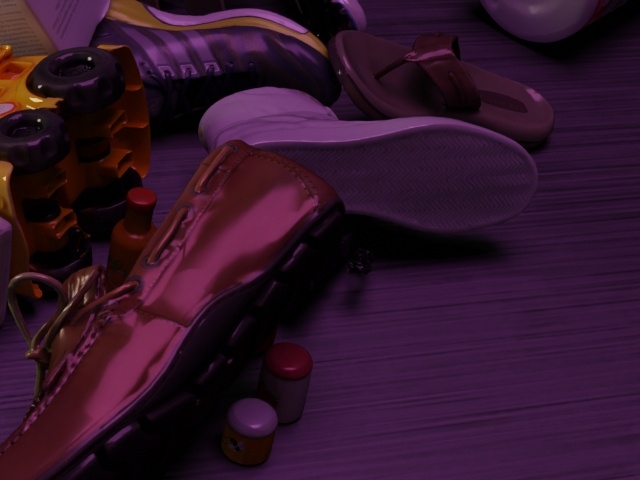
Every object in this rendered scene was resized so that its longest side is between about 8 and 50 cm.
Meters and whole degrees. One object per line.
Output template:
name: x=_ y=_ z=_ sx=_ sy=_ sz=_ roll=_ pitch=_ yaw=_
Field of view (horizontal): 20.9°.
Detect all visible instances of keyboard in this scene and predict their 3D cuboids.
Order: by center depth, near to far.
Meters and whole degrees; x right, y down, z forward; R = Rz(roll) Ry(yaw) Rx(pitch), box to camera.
keyboard: x=0.000 y=0.000 z=1.491 sx=0.108 sy=0.023 sz=0.180 roll=21 pitch=22 yaw=11

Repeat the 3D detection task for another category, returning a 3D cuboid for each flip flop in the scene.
flip flop: x=0.124 y=-0.156 z=1.666 sx=0.277 sy=0.080 sz=0.112 roll=12 pitch=46 yaw=-32

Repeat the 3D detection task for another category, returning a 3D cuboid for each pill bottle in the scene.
pill bottle: x=0.307 y=-0.337 z=1.936 sx=0.161 sy=0.161 sz=0.283 roll=33 pitch=42 yaw=25

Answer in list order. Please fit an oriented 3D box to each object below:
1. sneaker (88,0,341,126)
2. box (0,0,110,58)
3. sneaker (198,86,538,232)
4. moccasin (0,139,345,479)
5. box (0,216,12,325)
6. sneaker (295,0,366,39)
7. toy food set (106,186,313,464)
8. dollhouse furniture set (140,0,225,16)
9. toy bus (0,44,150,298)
sneaker: x=-0.130 y=-0.151 z=1.636 sx=0.300 sy=0.111 sz=0.121 roll=7 pitch=44 yaw=4
box: x=-0.297 y=-0.243 z=1.592 sx=0.182 sy=0.119 sz=0.181 roll=-3 pitch=50 yaw=24
sneaker: x=0.037 y=-0.085 z=1.558 sx=0.292 sy=0.108 sz=0.169 roll=3 pitch=23 yaw=-17
moccasin: x=-0.140 y=0.071 z=1.244 sx=0.147 sy=0.139 sz=0.380 roll=31 pitch=69 yaw=17
box: x=-0.375 y=-0.019 z=1.377 sx=0.275 sy=0.113 sz=0.094 roll=33 pitch=41 yaw=23
sneaker: x=-0.005 y=-0.292 z=1.846 sx=0.086 sy=0.085 sz=0.237 roll=-24 pitch=46 yaw=-13
toy food set: x=-0.079 y=0.058 z=1.365 sx=0.111 sy=0.104 sz=0.232 roll=-12 pitch=43 yaw=-28
dollhouse furniture set: x=-0.167 y=-0.369 z=1.806 sx=0.259 sy=0.135 sz=0.262 roll=9 pitch=53 yaw=19
toy bus: x=-0.273 y=-0.071 z=1.459 sx=0.211 sy=0.149 sz=0.220 roll=10 pitch=38 yaw=18
